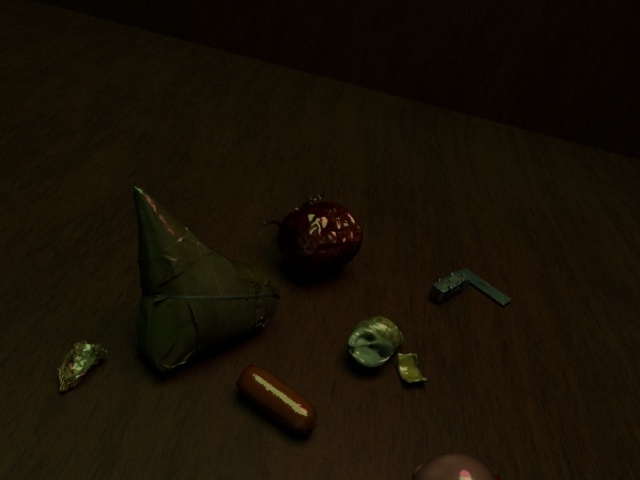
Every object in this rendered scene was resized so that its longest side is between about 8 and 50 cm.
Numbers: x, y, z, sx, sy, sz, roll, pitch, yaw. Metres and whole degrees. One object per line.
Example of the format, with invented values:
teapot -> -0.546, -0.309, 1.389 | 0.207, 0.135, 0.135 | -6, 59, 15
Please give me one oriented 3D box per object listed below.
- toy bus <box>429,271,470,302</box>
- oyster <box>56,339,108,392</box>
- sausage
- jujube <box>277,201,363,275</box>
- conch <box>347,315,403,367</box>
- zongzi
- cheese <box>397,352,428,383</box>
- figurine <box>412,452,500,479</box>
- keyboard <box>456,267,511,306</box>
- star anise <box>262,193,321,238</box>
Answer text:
toy bus -> 0.378, 0.136, 1.728 | 0.153, 0.061, 0.051 | -19, 45, -43
oyster -> -0.501, 0.255, 1.219 | 0.086, 0.029, 0.132 | 25, 37, 24
sausage -> -0.089, 0.333, 1.234 | 0.197, 0.076, 0.076 | 30, 36, 19
jujube -> 0.000, 0.000, 1.640 | 0.232, 0.213, 0.213 | -9, 40, -43
conch -> 0.130, 0.245, 1.434 | 0.116, 0.106, 0.173 | 35, 52, 15
zongzi -> -0.244, 0.051, 1.317 | 0.174, 0.394, 0.355 | 12, 20, 41
cheese -> 0.218, 0.310, 1.423 | 0.060, 0.042, 0.084 | -5, 53, -16
figurine -> 0.247, 0.474, 1.079 | 0.173, 0.173, 0.173 | 11, 33, -7
keyboard -> 0.501, 0.142, 1.811 | 0.055, 0.014, 0.176 | -20, 47, -43
star anise -> -0.083, -0.054, 1.753 | 0.233, 0.177, 0.073 | -24, 70, -24
